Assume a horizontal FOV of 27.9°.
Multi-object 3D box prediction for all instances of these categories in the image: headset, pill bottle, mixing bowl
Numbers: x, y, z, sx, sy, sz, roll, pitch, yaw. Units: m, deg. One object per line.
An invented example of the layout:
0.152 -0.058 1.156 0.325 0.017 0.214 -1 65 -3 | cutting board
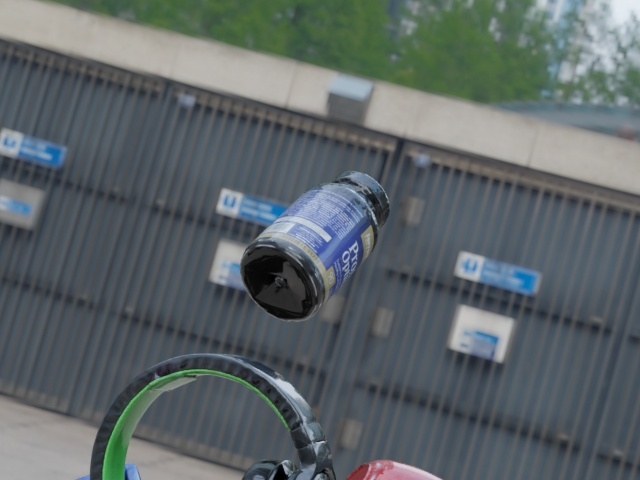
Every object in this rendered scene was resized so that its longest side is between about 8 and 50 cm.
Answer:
-0.092 0.301 1.237 0.243 0.394 0.185 -25 -10 15 | headset
0.000 0.000 1.693 0.123 0.122 0.219 14 39 28 | pill bottle
0.068 0.333 1.564 0.098 0.181 0.181 41 -5 -4 | mixing bowl

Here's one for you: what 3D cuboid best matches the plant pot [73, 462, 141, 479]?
-0.308 0.455 1.675 0.236 0.212 0.236 -19 17 -8 | plant pot
